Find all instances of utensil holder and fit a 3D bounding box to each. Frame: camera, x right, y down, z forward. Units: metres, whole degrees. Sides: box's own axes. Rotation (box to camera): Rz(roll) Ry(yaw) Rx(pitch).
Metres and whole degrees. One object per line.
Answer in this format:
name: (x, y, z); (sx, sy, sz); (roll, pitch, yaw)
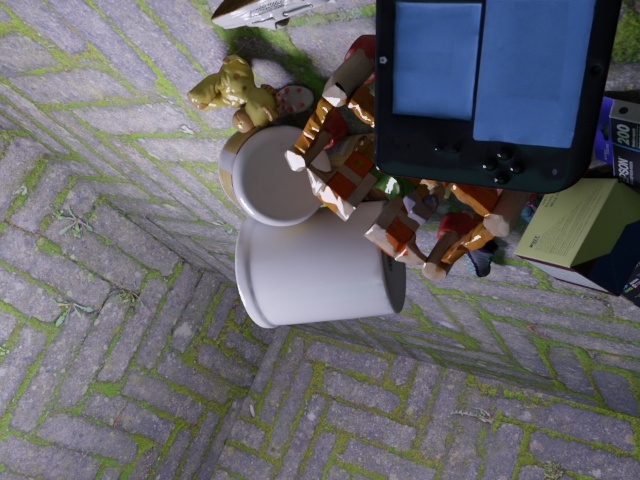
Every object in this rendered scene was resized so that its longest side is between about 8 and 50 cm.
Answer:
utensil holder: (0.013, 0.065, 1.563); (0.385, 0.328, 0.327); (-6, 150, 20)

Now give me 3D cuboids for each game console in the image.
game console: (0.245, -0.266, 0.861); (0.342, 0.060, 0.387); (8, 118, 18)

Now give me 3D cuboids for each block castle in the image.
block castle: (0.180, -0.158, 1.154); (0.453, 0.213, 0.303); (38, 145, 0)

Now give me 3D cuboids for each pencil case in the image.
pencil case: (0.536, -0.059, 1.396); (0.151, 0.064, 0.070); (29, -176, -17)

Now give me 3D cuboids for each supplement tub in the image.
supplement tub: (-0.132, -0.179, 1.477); (0.241, 0.241, 0.331); (32, -179, -22)

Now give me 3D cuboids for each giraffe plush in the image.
giraffe plush: (-0.175, -0.327, 1.320); (0.210, 0.181, 0.170); (-32, 104, 32)

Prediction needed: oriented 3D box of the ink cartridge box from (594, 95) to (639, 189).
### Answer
ink cartridge box: (0.581, -0.163, 1.035); (0.208, 0.045, 0.206); (31, 168, 39)

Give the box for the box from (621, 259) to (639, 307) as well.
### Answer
box: (0.806, 0.064, 1.215); (0.293, 0.073, 0.295); (29, 137, -3)

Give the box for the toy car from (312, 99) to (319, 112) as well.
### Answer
toy car: (0.013, -0.291, 1.426); (0.122, 0.040, 0.060); (35, 158, -29)

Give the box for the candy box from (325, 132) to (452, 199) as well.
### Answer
candy box: (0.162, -0.186, 1.457); (0.316, 0.088, 0.183); (4, 152, 45)

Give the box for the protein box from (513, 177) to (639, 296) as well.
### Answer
protein box: (0.557, -0.014, 1.211); (0.136, 0.200, 0.201); (29, 179, -14)

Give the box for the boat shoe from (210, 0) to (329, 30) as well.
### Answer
boat shoe: (-0.097, -0.439, 1.086); (0.277, 0.098, 0.096); (2, 150, 43)

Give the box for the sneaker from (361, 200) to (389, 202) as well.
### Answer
sneaker: (0.142, -0.060, 1.747); (0.107, 0.124, 0.283); (26, 160, -11)

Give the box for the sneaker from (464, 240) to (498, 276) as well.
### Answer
sneaker: (0.487, 0.046, 1.703); (0.098, 0.083, 0.224); (2, 150, 36)

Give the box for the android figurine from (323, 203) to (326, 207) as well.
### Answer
android figurine: (0.000, 0.000, 1.821); (0.056, 0.273, 0.248); (19, 154, -34)

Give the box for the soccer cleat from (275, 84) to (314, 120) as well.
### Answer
soccer cleat: (-0.088, -0.334, 1.412); (0.196, 0.068, 0.076); (-9, -176, 37)

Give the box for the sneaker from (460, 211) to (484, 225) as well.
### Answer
sneaker: (0.419, -0.041, 1.571); (0.064, 0.067, 0.175); (30, 161, -23)
